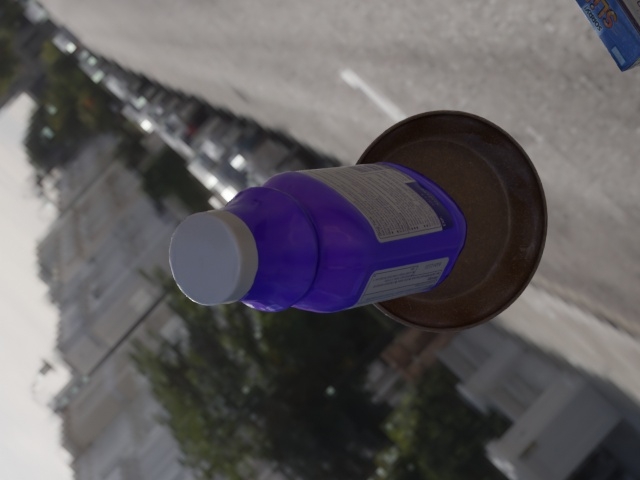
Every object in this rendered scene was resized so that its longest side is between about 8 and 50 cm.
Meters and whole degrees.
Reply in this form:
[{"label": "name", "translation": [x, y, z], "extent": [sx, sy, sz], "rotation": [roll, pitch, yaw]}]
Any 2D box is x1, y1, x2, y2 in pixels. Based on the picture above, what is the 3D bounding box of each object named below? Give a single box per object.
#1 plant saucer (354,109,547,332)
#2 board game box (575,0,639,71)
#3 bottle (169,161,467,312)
[{"label": "plant saucer", "translation": [0.107, -0.018, 1.398], "extent": [0.198, 0.198, 0.036], "rotation": [43, 170, -15]}, {"label": "board game box", "translation": [0.234, -0.236, 1.210], "extent": [0.201, 0.136, 0.035], "rotation": [60, 144, 13]}, {"label": "bottle", "translation": [0.000, 0.000, 1.195], "extent": [0.118, 0.092, 0.282], "rotation": [37, -155, 26]}]
